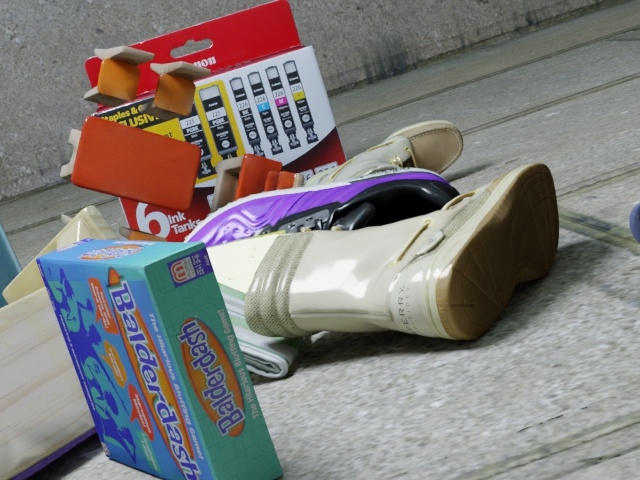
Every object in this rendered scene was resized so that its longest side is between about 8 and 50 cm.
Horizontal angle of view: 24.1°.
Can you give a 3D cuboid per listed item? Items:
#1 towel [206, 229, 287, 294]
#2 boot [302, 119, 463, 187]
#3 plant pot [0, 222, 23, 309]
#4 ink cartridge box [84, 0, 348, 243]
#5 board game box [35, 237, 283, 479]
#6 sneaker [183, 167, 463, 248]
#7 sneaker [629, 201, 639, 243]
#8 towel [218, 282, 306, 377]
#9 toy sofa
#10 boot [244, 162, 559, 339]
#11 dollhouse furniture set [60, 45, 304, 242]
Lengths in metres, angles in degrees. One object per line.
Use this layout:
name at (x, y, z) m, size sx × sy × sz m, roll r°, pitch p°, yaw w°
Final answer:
towel at (-0.135, 0.063, 1.369) m, size 0.237 × 0.102 × 0.021 m, roll -14°, pitch -29°, yaw 12°
boot at (0.091, -0.077, 1.754) m, size 0.213 × 0.077 × 0.165 m, roll -24°, pitch 10°, yaw -9°
plant pot at (-0.479, 0.039, 1.537) m, size 0.252 × 0.248 × 0.247 m, roll -28°, pitch -9°, yaw 11°
ink cartridge box at (-0.143, -0.158, 2.031) m, size 0.309 × 0.272 × 0.130 m, roll -19°, pitch 10°, yaw -3°
board game box at (-0.114, 0.080, 1.007) m, size 0.047 × 0.160 × 0.210 m, roll -23°, pitch 11°, yaw -27°
sneaker at (0.000, -0.001, 1.418) m, size 0.293 × 0.102 × 0.146 m, roll -18°, pitch 11°, yaw -4°
sneaker at (0.310, -0.020, 1.145) m, size 0.144 × 0.053 × 0.059 m, roll -6°, pitch 13°, yaw 12°
towel at (-0.069, 0.072, 1.242) m, size 0.113 × 0.023 × 0.152 m, roll 21°, pitch 13°, yaw 3°
toy sofa at (-0.270, 0.125, 1.159) m, size 0.150 × 0.177 × 0.362 m, roll -41°, pitch -5°, yaw 36°
boot at (0.074, 0.010, 1.233) m, size 0.203 × 0.095 × 0.262 m, roll -5°, pitch 21°, yaw 31°
dollhouse furniture set at (-0.165, -0.075, 1.748) m, size 0.259 × 0.262 × 0.135 m, roll 13°, pitch -5°, yaw -30°
